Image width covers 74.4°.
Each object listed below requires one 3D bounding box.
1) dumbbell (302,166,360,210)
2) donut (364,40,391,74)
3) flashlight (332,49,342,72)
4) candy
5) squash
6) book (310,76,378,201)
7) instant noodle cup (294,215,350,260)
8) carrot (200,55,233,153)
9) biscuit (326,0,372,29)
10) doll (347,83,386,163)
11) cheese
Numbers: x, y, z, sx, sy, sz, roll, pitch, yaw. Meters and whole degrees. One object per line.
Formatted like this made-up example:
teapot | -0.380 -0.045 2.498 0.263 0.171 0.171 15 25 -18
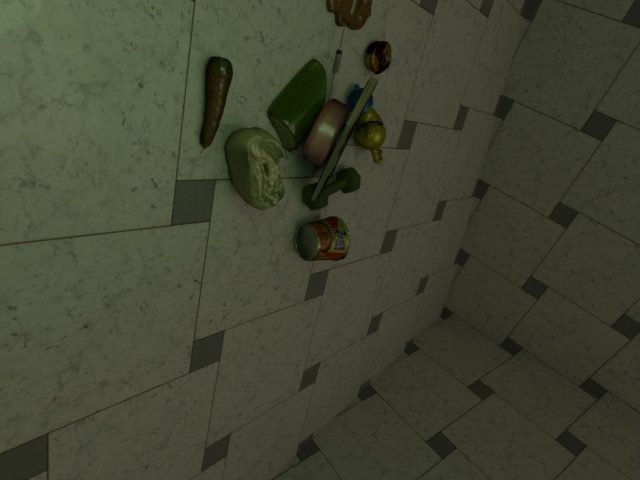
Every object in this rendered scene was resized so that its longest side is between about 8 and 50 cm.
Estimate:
dumbbell | 0.053 -0.230 1.848 0.302 0.122 0.108 -30 106 -39
donut | 0.241 -0.771 1.778 0.140 0.059 0.140 -32 135 -38
flashlight | 0.066 -0.692 1.630 0.018 0.018 0.083 -12 121 -48
candy | 0.018 -0.394 1.558 0.255 0.095 0.255 -62 -177 7
squash | -0.046 -0.486 1.542 0.288 0.111 0.203 -53 147 -18
book | 0.081 -0.370 1.599 0.299 0.039 0.428 -65 -177 -35
instant noodle cup | 0.000 0.000 1.860 0.174 0.213 0.213 -9 119 -42
carrot | -0.324 -0.396 1.270 0.078 0.078 0.297 -12 127 -50
biscuit | 0.115 -0.875 1.560 0.249 0.035 0.184 3 110 -55
doll | 0.205 -0.517 1.856 0.199 0.145 0.362 -87 159 -47
cheese | -0.210 -0.239 1.385 0.127 0.233 0.265 -25 129 -29
